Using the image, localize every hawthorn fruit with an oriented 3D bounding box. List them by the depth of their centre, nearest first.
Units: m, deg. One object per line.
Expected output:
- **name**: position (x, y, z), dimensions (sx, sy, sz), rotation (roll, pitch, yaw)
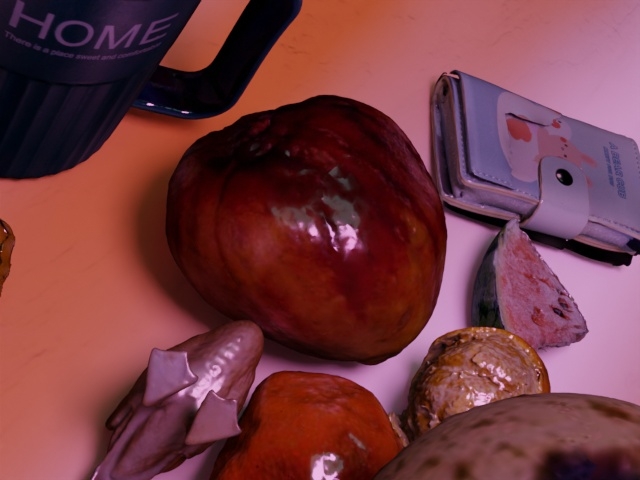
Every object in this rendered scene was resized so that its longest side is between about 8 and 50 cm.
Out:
- **hawthorn fruit**: position (-0.012, 0.188, 0.962), dimensions (0.173, 0.173, 0.179), rotation (9, 64, -26)

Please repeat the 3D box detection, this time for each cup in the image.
- **cup**: position (-0.204, -0.221, 1.013), dimensions (0.308, 0.292, 0.242), rotation (-21, 74, -38)

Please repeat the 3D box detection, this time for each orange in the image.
- **orange**: position (0.130, 0.151, 1.082), dimensions (0.134, 0.156, 0.156), rotation (13, 45, 26)

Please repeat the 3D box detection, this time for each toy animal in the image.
- **toy animal**: position (-0.116, 0.135, 0.978), dimensions (0.188, 0.179, 0.089), rotation (-45, 90, -3)

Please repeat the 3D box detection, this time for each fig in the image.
- **fig**: position (-0.003, -0.009, 1.060), dimensions (0.263, 0.224, 0.224), rotation (32, 51, -10)

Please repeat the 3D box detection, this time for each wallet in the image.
- **wallet**: position (0.242, -0.078, 1.330), dimensions (0.250, 0.075, 0.176), rotation (17, 49, -21)

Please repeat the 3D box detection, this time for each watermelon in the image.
- **watermelon**: position (0.205, 0.075, 1.223), dimensions (0.139, 0.071, 0.187), rotation (30, 43, -20)

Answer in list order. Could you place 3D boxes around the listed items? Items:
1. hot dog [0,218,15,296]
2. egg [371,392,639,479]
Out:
- **hot dog**: position (-0.296, 0.106, 0.911), dimensions (0.083, 0.068, 0.289), rotation (10, 60, 2)
- **egg**: position (0.156, 0.305, 0.757), dimensions (0.345, 0.345, 0.428), rotation (16, 54, -21)
